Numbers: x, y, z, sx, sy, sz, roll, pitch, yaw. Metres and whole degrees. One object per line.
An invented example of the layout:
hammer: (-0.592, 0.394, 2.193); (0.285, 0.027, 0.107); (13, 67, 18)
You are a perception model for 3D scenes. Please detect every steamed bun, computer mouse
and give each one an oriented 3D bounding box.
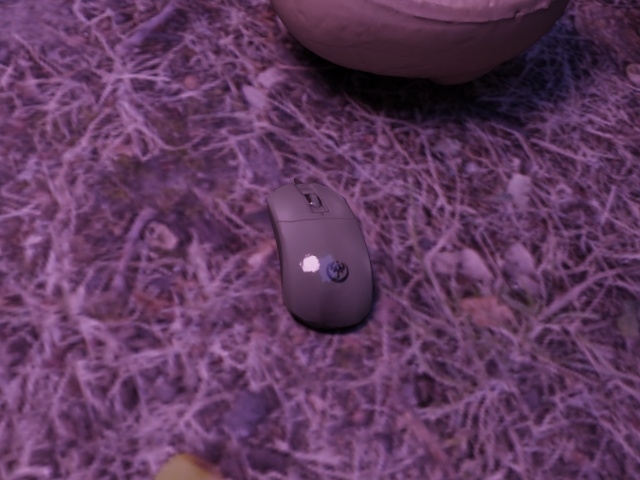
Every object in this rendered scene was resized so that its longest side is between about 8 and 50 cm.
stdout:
steamed bun: (0.064, -0.188, 0.699); (0.228, 0.131, 0.177); (-9, 67, -24)
computer mouse: (0.000, 0.000, 0.603); (0.055, 0.032, 0.110); (-2, 55, -19)
